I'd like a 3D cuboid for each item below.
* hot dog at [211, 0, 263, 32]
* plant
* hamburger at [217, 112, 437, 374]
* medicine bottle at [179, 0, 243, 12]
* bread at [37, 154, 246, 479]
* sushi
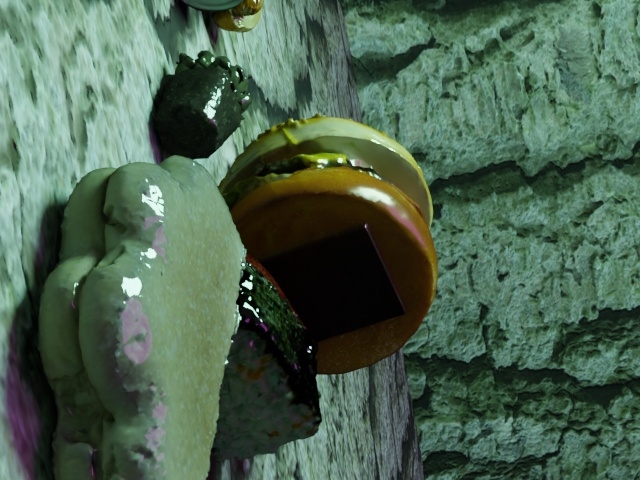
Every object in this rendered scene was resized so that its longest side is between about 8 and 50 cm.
[{"bbox_3d":[-0.102,-0.433,1.356,0.135,0.100,0.337,95,-6,-54],"label":"hot dog"},{"bbox_3d":[-0.128,-0.149,1.053,0.143,0.092,0.094,-74,146,-55],"label":"plant"},{"bbox_3d":[0.000,0.000,1.137,0.225,0.291,0.291,-94,171,-53],"label":"hamburger"},{"bbox_3d":[-0.140,-0.490,1.238,0.108,0.108,0.425,60,25,-66],"label":"medicine bottle"},{"bbox_3d":[-0.142,0.053,0.750,0.183,0.102,0.337,66,20,-45],"label":"bread"},{"bbox_3d":[-0.079,0.113,0.960,0.126,0.136,0.225,-100,171,-51],"label":"sushi"}]
